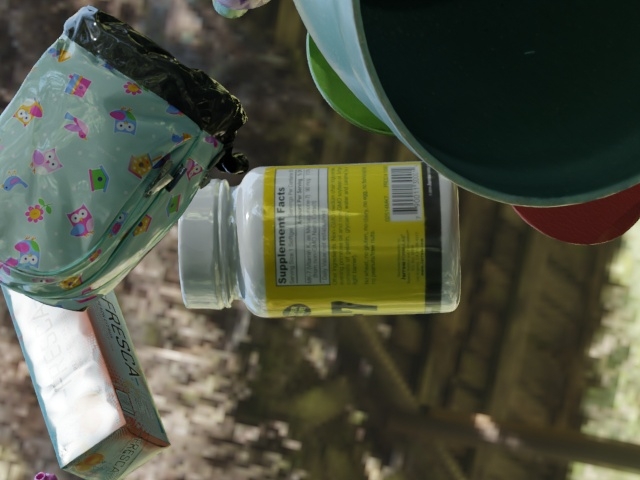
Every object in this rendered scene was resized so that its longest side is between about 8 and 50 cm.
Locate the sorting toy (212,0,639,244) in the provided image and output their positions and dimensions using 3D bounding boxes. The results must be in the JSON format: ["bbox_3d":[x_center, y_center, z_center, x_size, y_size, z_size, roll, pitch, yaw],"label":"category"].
[{"bbox_3d":[0.065,-0.106,1.283,0.127,0.365,0.126,-58,-1,-19],"label":"sorting toy"}]

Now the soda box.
[{"bbox_3d":[-0.172,0.084,1.268,0.058,0.063,0.183,37,-157,-51],"label":"soda box"}]

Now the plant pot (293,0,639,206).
[{"bbox_3d":[0.090,-0.188,0.911,0.293,0.196,0.293,-14,-61,-28],"label":"plant pot"}]

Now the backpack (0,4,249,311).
[{"bbox_3d":[-0.152,-0.047,1.122,0.182,0.152,0.115,-55,-17,-6],"label":"backpack"}]

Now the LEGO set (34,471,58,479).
[{"bbox_3d":[-0.057,0.152,0.769,0.087,0.227,0.093,-62,-38,-43],"label":"LEGO set"}]

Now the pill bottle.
[{"bbox_3d":[0.000,0.000,1.342,0.119,0.208,0.119,-2,-90,-88],"label":"pill bottle"}]
